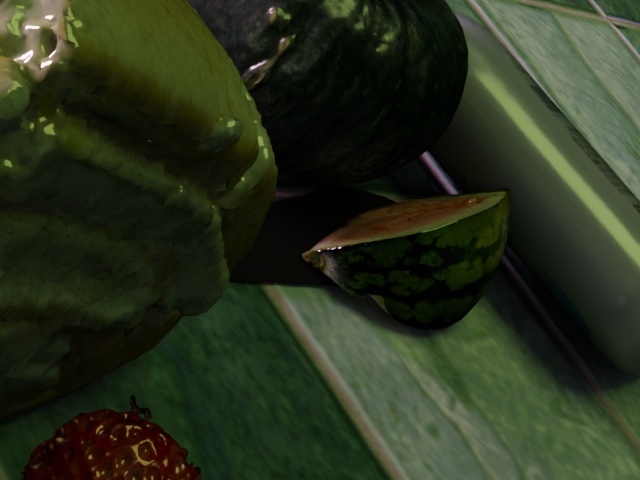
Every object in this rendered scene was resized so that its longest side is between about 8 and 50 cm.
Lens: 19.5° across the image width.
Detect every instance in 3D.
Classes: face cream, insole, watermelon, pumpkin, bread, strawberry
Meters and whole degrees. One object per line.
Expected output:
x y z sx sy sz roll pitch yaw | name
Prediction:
0.112 -0.065 1.170 0.336 0.080 0.163 51 6 16 | face cream
0.000 0.000 1.029 0.232 0.003 0.080 -3 51 -55 | insole
0.066 0.014 1.049 0.163 0.087 0.069 -24 106 -59 | watermelon
-0.011 -0.128 1.037 0.212 0.152 0.211 38 11 -9 | pumpkin
-0.113 -0.026 0.713 0.124 0.186 0.257 51 19 26 | bread
-0.083 0.103 0.694 0.073 0.073 0.083 40 48 -6 | strawberry
